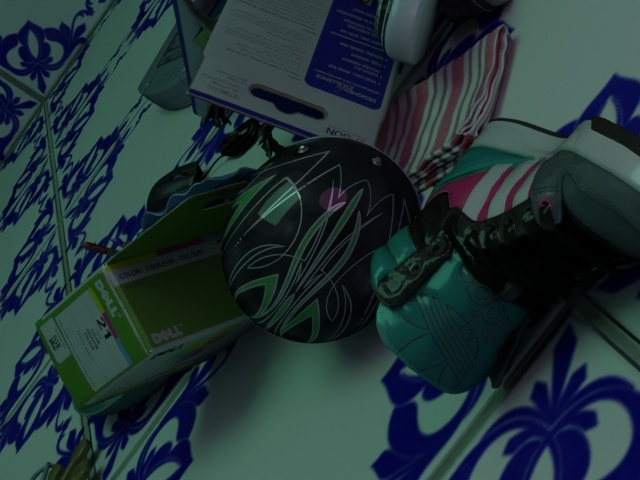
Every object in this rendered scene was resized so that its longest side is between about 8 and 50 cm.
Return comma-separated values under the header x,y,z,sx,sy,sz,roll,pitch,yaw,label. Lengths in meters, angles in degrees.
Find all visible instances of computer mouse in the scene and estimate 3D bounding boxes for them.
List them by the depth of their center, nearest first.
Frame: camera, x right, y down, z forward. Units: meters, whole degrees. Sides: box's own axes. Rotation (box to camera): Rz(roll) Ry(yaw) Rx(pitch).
x,y,z,sx,sy,sz,roll,pitch,yaw,label
-0.160,-0.095,1.670,0.242,0.041,0.071,-38,27,37,computer mouse

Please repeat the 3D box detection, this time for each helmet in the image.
x,y,z,sx,sy,sz,roll,pitch,yaw,label
0.000,0.000,1.034,0.169,0.169,0.161,-56,5,0,helmet

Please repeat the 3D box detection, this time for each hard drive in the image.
x,y,z,sx,sy,sz,roll,pitch,yaw,label
-0.122,-0.318,1.690,0.319,0.040,0.210,92,-157,-69,hard drive

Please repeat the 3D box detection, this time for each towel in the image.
x,y,z,sx,sy,sz,roll,pitch,yaw,label
0.091,-0.103,1.163,0.197,0.029,0.144,-30,32,49,towel

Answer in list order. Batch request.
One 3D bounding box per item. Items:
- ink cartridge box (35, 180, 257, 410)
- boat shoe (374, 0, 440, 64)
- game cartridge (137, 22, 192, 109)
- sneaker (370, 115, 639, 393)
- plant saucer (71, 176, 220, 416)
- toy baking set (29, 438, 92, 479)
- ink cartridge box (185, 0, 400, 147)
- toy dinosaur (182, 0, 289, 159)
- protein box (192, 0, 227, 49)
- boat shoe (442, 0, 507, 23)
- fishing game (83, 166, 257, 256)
x,y,z,sx,sy,sz,roll,pitch,yaw,label
-0.112,0.041,1.175,0.255,0.097,0.188,-36,-12,39,ink cartridge box
0.072,-0.281,1.236,0.108,0.102,0.301,92,-171,-49,boat shoe
-0.192,-0.301,2.016,0.297,0.062,0.198,-2,61,64,game cartridge
0.121,0.017,0.794,0.178,0.123,0.295,-52,13,-3,sneaker
-0.182,0.070,1.483,0.317,0.043,0.318,-45,24,26,plant saucer
-0.320,0.325,1.441,0.256,0.030,0.197,-30,30,48,toy baking set
-0.004,-0.207,1.251,0.371,0.175,0.069,-73,5,-47,ink cartridge box
-0.070,-0.165,1.439,0.064,0.268,0.118,-19,-41,-51,toy dinosaur
-0.021,-0.304,1.510,0.200,0.136,0.201,-25,35,62,protein box
0.148,-0.291,1.249,0.065,0.075,0.206,-34,35,38,boat shoe
-0.093,-0.028,1.271,0.264,0.041,0.189,-24,-11,10,fishing game
